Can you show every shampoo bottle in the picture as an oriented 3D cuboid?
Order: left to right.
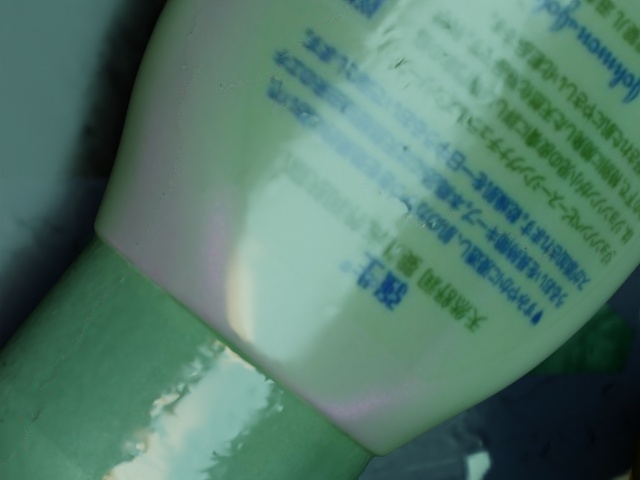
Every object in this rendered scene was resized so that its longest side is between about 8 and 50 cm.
[{"bbox_3d":[0.000,0.000,0.754,0.222,0.151,0.349,39,87,-22],"label":"shampoo bottle"}]

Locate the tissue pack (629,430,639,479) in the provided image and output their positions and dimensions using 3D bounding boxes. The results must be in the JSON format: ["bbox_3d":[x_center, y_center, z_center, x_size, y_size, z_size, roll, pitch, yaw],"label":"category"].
[{"bbox_3d":[0.191,0.122,0.803,0.127,0.178,0.123,-2,98,5],"label":"tissue pack"}]
